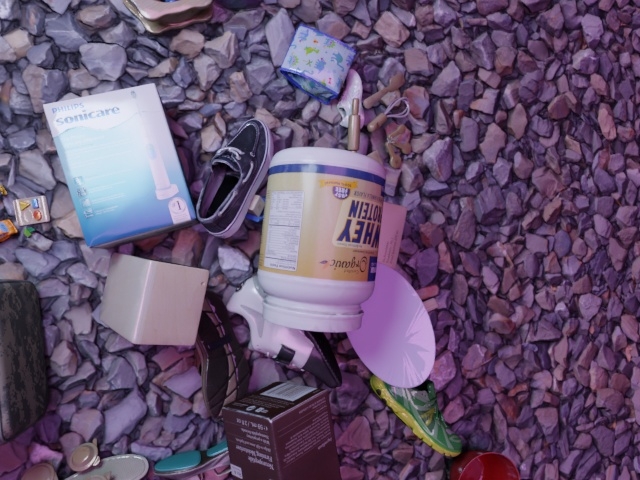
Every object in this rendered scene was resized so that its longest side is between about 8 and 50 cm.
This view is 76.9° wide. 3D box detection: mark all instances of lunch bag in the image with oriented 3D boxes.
[{"bbox_3d":[-0.675,0.222,0.726,0.256,0.212,0.305,-8,88,-14],"label":"lunch bag"},{"bbox_3d":[-0.011,-0.430,0.983,0.151,0.096,0.129,24,82,-21],"label":"lunch bag"}]

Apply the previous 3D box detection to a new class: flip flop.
[{"bbox_3d":[-0.240,0.249,0.897,0.112,0.080,0.277,-16,86,-41],"label":"flip flop"}]

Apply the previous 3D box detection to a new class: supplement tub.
[{"bbox_3d":[0.000,0.000,0.780,0.228,0.228,0.316,6,89,-13],"label":"supplement tub"}]

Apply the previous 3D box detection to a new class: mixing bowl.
[{"bbox_3d":[0.397,0.608,1.021,0.181,0.098,0.181,1,87,-14],"label":"mixing bowl"}]

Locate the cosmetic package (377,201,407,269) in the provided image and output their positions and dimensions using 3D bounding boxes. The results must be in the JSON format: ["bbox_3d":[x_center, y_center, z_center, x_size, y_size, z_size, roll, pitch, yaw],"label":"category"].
[{"bbox_3d":[0.033,-0.037,0.964,0.309,0.113,0.160,12,85,-13],"label":"cosmetic package"}]

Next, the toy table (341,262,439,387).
[{"bbox_3d":[0.156,0.187,0.923,0.252,0.161,0.274,-16,76,8],"label":"toy table"}]

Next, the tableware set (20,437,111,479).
[{"bbox_3d":[-0.505,0.487,0.798,0.168,0.020,0.141,-22,50,-21],"label":"tableware set"}]

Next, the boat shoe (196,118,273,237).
[{"bbox_3d":[-0.193,-0.158,0.891,0.108,0.102,0.301,13,71,20],"label":"boat shoe"}]

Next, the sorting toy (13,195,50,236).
[{"bbox_3d":[-0.613,-0.051,0.859,0.062,0.012,0.083,-11,89,-14],"label":"sorting toy"}]

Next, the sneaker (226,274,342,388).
[{"bbox_3d":[-0.083,0.228,0.931,0.146,0.122,0.330,-37,97,5],"label":"sneaker"}]

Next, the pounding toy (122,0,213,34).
[{"bbox_3d":[-0.309,-0.584,0.889,0.269,0.155,0.154,-24,97,-14],"label":"pounding toy"}]

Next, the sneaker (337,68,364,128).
[{"bbox_3d":[0.074,-0.359,1.022,0.061,0.053,0.152,-5,89,-11],"label":"sneaker"}]

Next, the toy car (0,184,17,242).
[{"bbox_3d":[-0.675,-0.054,0.829,0.060,0.040,0.122,-17,90,-10],"label":"toy car"}]

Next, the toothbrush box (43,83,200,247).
[{"bbox_3d":[-0.407,-0.151,0.856,0.216,0.126,0.296,-18,92,-13],"label":"toothbrush box"}]

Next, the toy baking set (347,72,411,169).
[{"bbox_3d":[0.150,-0.289,1.022,0.196,0.030,0.256,-11,106,-30],"label":"toy baking set"}]

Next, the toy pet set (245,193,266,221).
[{"bbox_3d":[-0.178,-0.096,0.955,0.114,0.065,0.122,20,74,21],"label":"toy pet set"}]

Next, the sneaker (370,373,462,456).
[{"bbox_3d":[0.256,0.413,0.993,0.295,0.109,0.123,45,82,-7],"label":"sneaker"}]

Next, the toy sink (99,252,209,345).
[{"bbox_3d":[-0.348,0.116,0.840,0.131,0.234,0.153,15,81,-42],"label":"toy sink"}]

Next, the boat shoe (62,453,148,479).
[{"bbox_3d":[-0.476,0.523,0.839,0.233,0.084,0.079,-18,129,-21],"label":"boat shoe"}]

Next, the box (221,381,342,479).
[{"bbox_3d":[-0.081,0.430,0.851,0.167,0.168,0.203,-7,87,-48],"label":"box"}]

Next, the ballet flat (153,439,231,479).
[{"bbox_3d":[-0.252,0.493,0.886,0.213,0.072,0.068,-13,94,-14],"label":"ballet flat"}]
